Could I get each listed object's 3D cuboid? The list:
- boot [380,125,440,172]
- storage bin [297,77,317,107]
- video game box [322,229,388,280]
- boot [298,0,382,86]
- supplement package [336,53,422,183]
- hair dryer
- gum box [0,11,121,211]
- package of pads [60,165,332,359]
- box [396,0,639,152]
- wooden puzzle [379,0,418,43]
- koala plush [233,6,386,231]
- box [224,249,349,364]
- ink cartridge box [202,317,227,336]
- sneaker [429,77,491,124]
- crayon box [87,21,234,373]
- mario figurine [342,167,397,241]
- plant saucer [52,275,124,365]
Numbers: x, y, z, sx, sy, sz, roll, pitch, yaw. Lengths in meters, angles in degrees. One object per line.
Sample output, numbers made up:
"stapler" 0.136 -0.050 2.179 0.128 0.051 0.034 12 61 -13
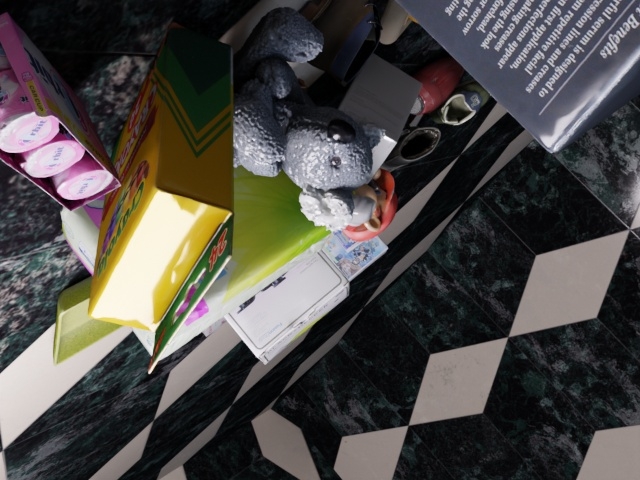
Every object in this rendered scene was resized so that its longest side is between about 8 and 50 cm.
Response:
"boot" 0.188 -0.202 1.626 0.189 0.076 0.208 -43 -179 -22
"storage bin" -0.044 -0.179 1.148 0.098 0.091 0.135 -49 165 27
"video game box" 0.000 0.000 1.579 0.187 0.205 0.048 -39 170 -10
"boot" 0.061 -0.305 1.014 0.219 0.106 0.082 -46 166 17
"supplement package" 0.078 -0.198 1.257 0.105 0.105 0.179 -56 -175 46
"hair dryer" 0.175 -0.272 1.556 0.293 0.080 0.223 -40 -173 4
"gum box" -0.258 -0.111 0.716 0.062 0.107 0.188 -28 165 -3
"package of pads" -0.160 -0.021 1.026 0.296 0.229 0.101 -34 165 -26
"box" 0.211 -0.329 0.746 0.293 0.395 0.212 -32 163 -37
"wooden puzzle" 0.182 -0.403 1.095 0.239 0.044 0.221 -48 172 -31
"koala plush" -0.026 -0.131 0.973 0.203 0.221 0.196 -26 -138 58
"box" -0.111 0.016 1.143 0.169 0.290 0.087 -40 166 -9
"ink cartridge box" -0.223 0.150 1.745 0.122 0.052 0.088 -36 165 -17
"sneaker" 0.264 -0.265 1.568 0.086 0.064 0.192 -48 -167 -26
"crayon box" -0.163 -0.052 0.812 0.081 0.319 0.202 18 131 -24
"mario figurine" 0.032 -0.101 1.380 0.170 0.198 0.320 -26 162 36
"plant saucer" -0.352 0.100 1.256 0.188 0.045 0.188 -32 164 -35
